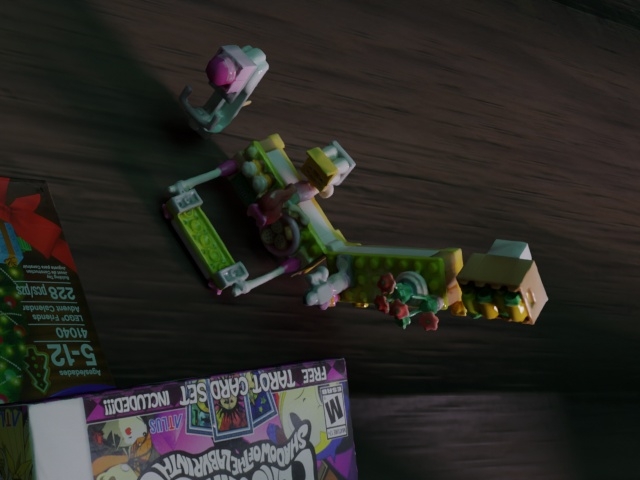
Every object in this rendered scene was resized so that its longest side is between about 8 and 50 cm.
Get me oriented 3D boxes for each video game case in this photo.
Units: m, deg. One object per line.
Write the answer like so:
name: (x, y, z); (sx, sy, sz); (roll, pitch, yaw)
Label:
video game case: (-0.060, 0.173, 0.719); (0.232, 0.041, 0.210); (-2, 85, -51)

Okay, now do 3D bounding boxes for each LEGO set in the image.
LEGO set: (0.000, 0.000, 0.934); (0.287, 0.132, 0.107); (39, 35, 20)

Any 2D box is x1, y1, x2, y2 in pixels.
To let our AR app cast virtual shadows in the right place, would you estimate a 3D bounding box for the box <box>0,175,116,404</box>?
box: (-0.231, 0.057, 0.672); (0.293, 0.057, 0.201); (3, 58, -49)
